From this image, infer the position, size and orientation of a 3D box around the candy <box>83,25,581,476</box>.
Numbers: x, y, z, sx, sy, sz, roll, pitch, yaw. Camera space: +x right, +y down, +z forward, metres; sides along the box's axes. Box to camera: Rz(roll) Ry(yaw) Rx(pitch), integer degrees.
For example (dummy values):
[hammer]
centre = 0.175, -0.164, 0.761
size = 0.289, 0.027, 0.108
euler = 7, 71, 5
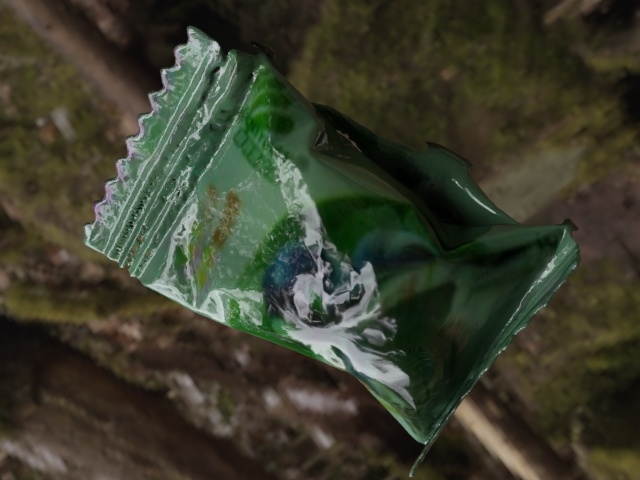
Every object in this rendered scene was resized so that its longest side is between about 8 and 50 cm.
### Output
[candy]
centre = -0.002, 0.002, 1.476
size = 0.398, 0.263, 0.172
euler = 29, -162, 1
